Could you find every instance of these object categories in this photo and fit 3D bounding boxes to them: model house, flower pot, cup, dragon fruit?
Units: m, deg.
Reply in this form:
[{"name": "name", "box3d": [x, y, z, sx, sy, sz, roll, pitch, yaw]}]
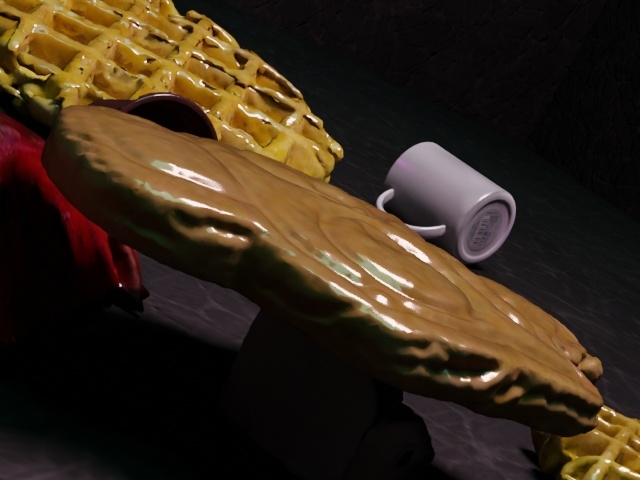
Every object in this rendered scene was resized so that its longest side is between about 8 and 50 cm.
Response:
[{"name": "model house", "box3d": [0.019, 0.085, 0.768, 0.100, 0.088, 0.100, 36, 15, 36]}, {"name": "flower pot", "box3d": [-0.145, -0.066, 1.030, 0.111, 0.111, 0.089, 18, 4, -42]}, {"name": "cup", "box3d": [0.136, -0.033, 1.598, 0.133, 0.136, 0.099, 38, -19, 38]}, {"name": "dragon fruit", "box3d": [-0.240, -0.042, 0.711, 0.282, 0.100, 0.343, 25, 10, 6]}]

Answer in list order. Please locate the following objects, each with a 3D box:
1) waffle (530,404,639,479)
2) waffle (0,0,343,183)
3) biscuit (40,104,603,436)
[{"name": "waffle", "box3d": [0.237, 0.182, 0.941, 0.219, 0.057, 0.229, 32, 13, 18]}, {"name": "waffle", "box3d": [-0.164, -0.150, 1.292, 0.382, 0.095, 0.379, 2, 35, -49]}, {"name": "biscuit", "box3d": [0.023, 0.014, 0.756, 0.376, 0.051, 0.269, 23, 12, -34]}]
